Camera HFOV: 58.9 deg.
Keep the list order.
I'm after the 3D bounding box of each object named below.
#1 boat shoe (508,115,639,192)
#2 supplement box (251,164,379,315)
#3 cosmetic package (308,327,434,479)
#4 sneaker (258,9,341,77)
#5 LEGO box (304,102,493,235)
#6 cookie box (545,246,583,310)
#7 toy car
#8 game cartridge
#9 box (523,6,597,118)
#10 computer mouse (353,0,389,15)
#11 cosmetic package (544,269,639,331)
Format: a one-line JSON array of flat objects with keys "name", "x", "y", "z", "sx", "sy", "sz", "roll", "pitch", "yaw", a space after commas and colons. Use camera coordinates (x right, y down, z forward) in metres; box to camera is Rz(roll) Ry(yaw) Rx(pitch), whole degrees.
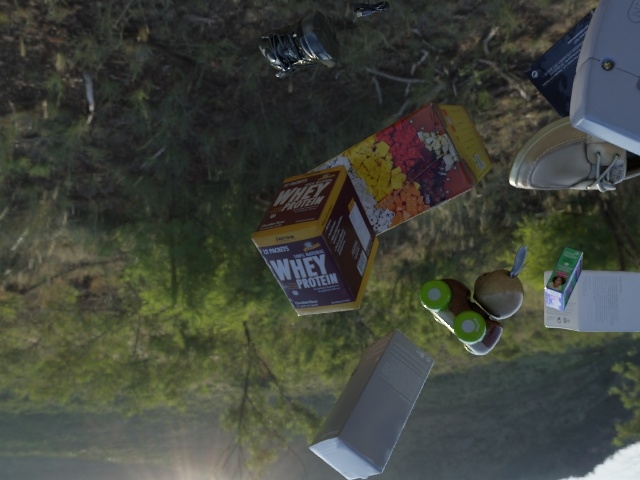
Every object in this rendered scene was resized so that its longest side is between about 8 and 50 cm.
[{"name": "boat shoe", "x": 0.430, "y": -0.129, "z": 0.879, "sx": 0.302, "sy": 0.098, "sz": 0.109, "roll": -14, "pitch": 132, "yaw": -23}, {"name": "supplement box", "x": 0.000, "y": 0.000, "z": 1.052, "sx": 0.129, "sy": 0.191, "sz": 0.194, "roll": -10, "pitch": 125, "yaw": 27}, {"name": "cosmetic package", "x": 0.094, "y": 0.289, "z": 1.003, "sx": 0.238, "sy": 0.107, "sz": 0.127, "roll": -50, "pitch": -179, "yaw": -38}, {"name": "sneaker", "x": -0.037, "y": -0.309, "z": 0.914, "sx": 0.130, "sy": 0.087, "sz": 0.228, "roll": -20, "pitch": -160, "yaw": 10}, {"name": "LEGO box", "x": 0.196, "y": -0.161, "z": 1.392, "sx": 0.372, "sy": 0.193, "sz": 0.500, "roll": -27, "pitch": -179, "yaw": 24}, {"name": "cookie box", "x": 0.522, "y": 0.082, "z": 1.213, "sx": 0.040, "sy": 0.107, "sz": 0.092, "roll": 21, "pitch": 159, "yaw": 33}, {"name": "toy car", "x": 0.283, "y": 0.085, "z": 0.970, "sx": 0.188, "sy": 0.149, "sz": 0.155, "roll": -45, "pitch": 153, "yaw": 1}, {"name": "game cartridge", "x": 0.388, "y": -0.222, "z": 0.580, "sx": 0.198, "sy": 0.297, "sz": 0.062, "roll": 26, "pitch": 178, "yaw": 11}, {"name": "box", "x": 0.624, "y": -0.322, "z": 1.170, "sx": 0.296, "sy": 0.294, "sz": 0.183, "roll": -33, "pitch": 172, "yaw": -41}, {"name": "computer mouse", "x": 0.134, "y": -0.750, "z": 1.633, "sx": 0.105, "sy": 0.193, "sz": 0.042, "roll": -5, "pitch": -170, "yaw": 32}, {"name": "cosmetic package", "x": 0.698, "y": 0.154, "z": 1.457, "sx": 0.183, "sy": 0.152, "sz": 0.151, "roll": 2, "pitch": 176, "yaw": -10}]
